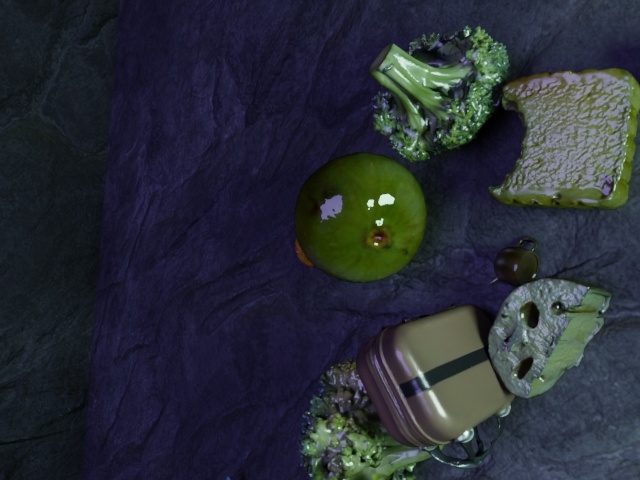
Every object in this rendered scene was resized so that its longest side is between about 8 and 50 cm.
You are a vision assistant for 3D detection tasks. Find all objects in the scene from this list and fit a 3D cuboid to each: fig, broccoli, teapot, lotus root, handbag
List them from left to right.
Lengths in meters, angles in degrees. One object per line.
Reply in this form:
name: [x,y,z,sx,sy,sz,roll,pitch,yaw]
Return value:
fig: [0.076,-0.062,1.142,0.316,0.316,0.316,-5,83,45]
broccoli: [0.124,0.422,1.081,0.281,0.348,0.293,-11,122,36]
broccoli: [0.234,-0.308,1.043,0.260,0.235,0.288,37,107,3]
handbag: [0.237,0.272,0.932,0.149,0.302,0.283,-37,67,42]
teapot: [0.375,0.041,0.971,0.121,0.076,0.068,-54,37,-8]
lotus root: [0.401,0.158,0.898,0.138,0.119,0.235,43,117,38]

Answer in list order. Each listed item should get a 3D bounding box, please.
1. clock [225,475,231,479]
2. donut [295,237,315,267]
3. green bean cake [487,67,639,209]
clock: [-0.244,0.860,1.507,0.223,0.094,0.274,-49,52,30]
donut: [0.000,0.000,1.360,0.152,0.058,0.152,-6,82,44]
green bean cake: [0.430,-0.172,0.893,0.233,0.124,0.236,10,94,44]
